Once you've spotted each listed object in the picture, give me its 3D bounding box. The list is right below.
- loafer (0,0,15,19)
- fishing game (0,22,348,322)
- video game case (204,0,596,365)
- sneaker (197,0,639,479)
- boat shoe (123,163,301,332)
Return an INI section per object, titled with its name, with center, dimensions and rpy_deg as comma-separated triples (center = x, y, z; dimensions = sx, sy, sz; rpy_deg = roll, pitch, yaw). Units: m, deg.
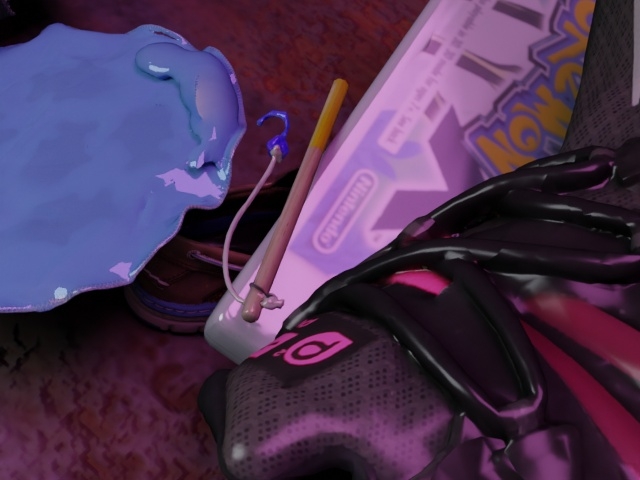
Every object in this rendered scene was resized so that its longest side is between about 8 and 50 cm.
[loafer]
center = -0.189, -0.134, 0.571
dimensions = 0.078, 0.080, 0.220
rpy_deg = 20, 50, 31
[fishing game]
center = -0.123, -0.034, 0.539
dimensions = 0.264, 0.041, 0.189
rpy_deg = 2, 48, 14
[video game case]
center = 0.157, -0.003, 0.554
dimensions = 0.300, 0.036, 0.329
rpy_deg = 35, 66, -2
[sneaker]
center = 0.073, 0.052, 0.395
dimensions = 0.202, 0.185, 0.483
rpy_deg = 28, 66, -8
[boat shoe]
center = 0.000, 0.000, 0.569
dimensions = 0.183, 0.066, 0.066
rpy_deg = -12, 58, -25
